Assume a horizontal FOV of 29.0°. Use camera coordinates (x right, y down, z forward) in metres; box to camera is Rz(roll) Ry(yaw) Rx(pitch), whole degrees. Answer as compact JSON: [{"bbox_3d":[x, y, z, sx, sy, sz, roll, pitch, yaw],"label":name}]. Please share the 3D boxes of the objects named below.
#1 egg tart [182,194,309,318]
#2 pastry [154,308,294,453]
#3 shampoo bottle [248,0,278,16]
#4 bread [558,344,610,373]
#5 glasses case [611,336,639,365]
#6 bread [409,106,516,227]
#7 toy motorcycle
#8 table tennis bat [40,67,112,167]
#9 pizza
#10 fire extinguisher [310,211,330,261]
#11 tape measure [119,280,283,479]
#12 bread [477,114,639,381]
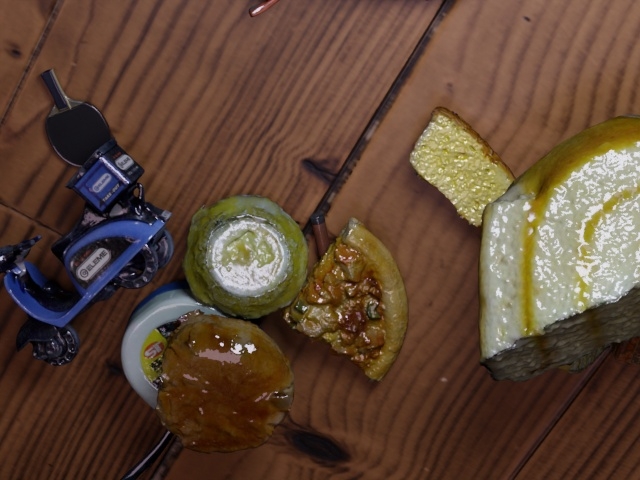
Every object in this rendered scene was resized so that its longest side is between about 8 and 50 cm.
[{"bbox_3d":[-0.107,0.022,1.832,0.197,0.078,0.197,1,86,-9],"label":"egg tart"},{"bbox_3d":[-0.152,0.209,1.834,0.218,0.100,0.229,-22,114,12],"label":"pastry"},{"bbox_3d":[-0.127,-0.426,1.676,0.085,0.085,0.244,-31,105,16],"label":"shampoo bottle"},{"bbox_3d":[0.373,0.131,1.857,0.110,0.156,0.103,19,112,33],"label":"bread"},{"bbox_3d":[0.508,0.085,1.845,0.075,0.049,0.218,15,113,-2],"label":"glasses case"},{"bbox_3d":[0.204,-0.107,1.788,0.187,0.065,0.103,40,109,-15],"label":"bread"},{"bbox_3d":[-0.374,0.030,1.872,0.212,0.125,0.358,44,109,-6],"label":"toy motorcycle"},{"bbox_3d":[-0.370,-0.181,1.838,0.095,0.014,0.158,-19,111,14],"label":"table tennis bat"},{"bbox_3d":[0.036,0.102,1.878,0.197,0.058,0.292,-6,116,-1],"label":"pizza"},{"bbox_3d":[0.000,0.000,1.871,0.028,0.022,0.083,-22,114,-25],"label":"fire extinguisher"},{"bbox_3d":[-0.250,0.215,1.936,0.351,0.098,0.215,-39,105,11],"label":"tape measure"},{"bbox_3d":[0.364,0.002,1.689,0.395,0.239,0.264,-22,69,5],"label":"bread"}]
